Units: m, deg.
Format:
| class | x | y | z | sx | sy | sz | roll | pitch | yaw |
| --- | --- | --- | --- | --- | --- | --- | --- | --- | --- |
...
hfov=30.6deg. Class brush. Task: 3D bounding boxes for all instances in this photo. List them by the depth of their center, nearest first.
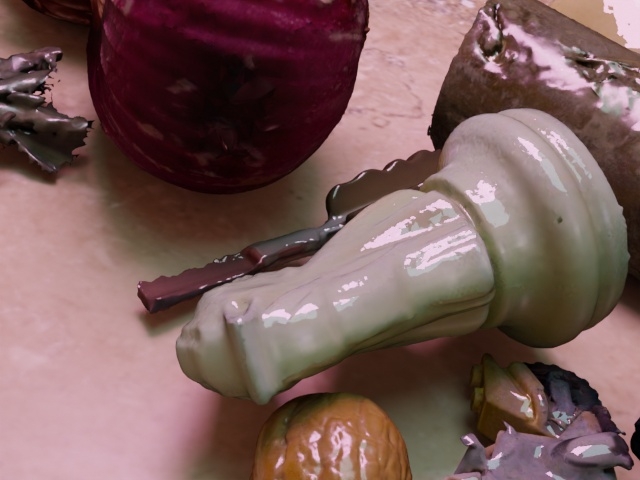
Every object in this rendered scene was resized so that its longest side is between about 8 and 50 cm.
| class | x | y | z | sx | sy | sz | roll | pitch | yaw |
| --- | --- | --- | --- | --- | --- | --- | --- | --- | --- |
| brush | 0.000 | 0.000 | 0.892 | 0.301 | 0.071 | 0.084 | -22 | 38 | -28 |

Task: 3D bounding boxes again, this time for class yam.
| class | x | y | z | sx | sy | sz | roll | pitch | yaw |
| --- | --- | --- | --- | --- | --- | --- | --- | --- | --- |
| yam | 0.236 | -0.075 | 0.957 | 0.304 | 0.168 | 0.168 | 34 | 45 | 23 |

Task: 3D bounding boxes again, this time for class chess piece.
| class | x | y | z | sx | sy | sz | roll | pitch | yaw |
| --- | --- | --- | --- | --- | --- | --- | --- | --- | --- |
| chess piece | 0.040 | 0.028 | 0.778 | 0.298 | 0.176 | 0.176 | -20 | 50 | -22 |

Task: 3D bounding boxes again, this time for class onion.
| class | x | y | z | sx | sy | sz | roll | pitch | yaw |
| --- | --- | --- | --- | --- | --- | --- | --- | --- | --- |
| onion | -0.077 | -0.151 | 0.884 | 0.272 | 0.256 | 0.230 | -12 | 39 | -1 |

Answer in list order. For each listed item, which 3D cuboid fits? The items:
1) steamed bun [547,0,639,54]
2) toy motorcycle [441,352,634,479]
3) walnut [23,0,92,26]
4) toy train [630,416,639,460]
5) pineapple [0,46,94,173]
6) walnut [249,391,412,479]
| class | x | y | z | sx | sy | sz | roll | pitch | yaw |
| --- | --- | --- | --- | --- | --- | --- | --- | --- | --- |
| steamed bun | 0.352 | -0.185 | 1.111 | 0.272 | 0.166 | 0.232 | -18 | 48 | -31 |
| toy motorcycle | 0.124 | 0.143 | 0.738 | 0.129 | 0.094 | 0.229 | 8 | 31 | 1 |
| walnut | -0.165 | -0.307 | 1.036 | 0.268 | 0.244 | 0.222 | -5 | 23 | -7 |
| toy train | 0.334 | 0.180 | 0.669 | 0.249 | 0.178 | 0.429 | -18 | 54 | -38 |
| pineapple | -0.349 | -0.111 | 0.859 | 0.361 | 0.175 | 0.175 | -10 | 45 | -37 |
| walnut | 0.007 | 0.145 | 0.700 | 0.105 | 0.105 | 0.124 | 13 | 47 | 0 |
